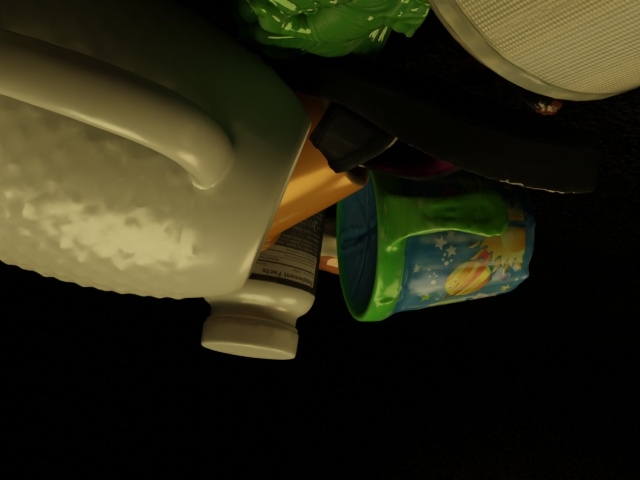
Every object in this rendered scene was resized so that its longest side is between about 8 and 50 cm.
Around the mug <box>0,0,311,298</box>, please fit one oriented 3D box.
[{"bbox_3d":[-0.185,-0.096,0.958,0.328,0.276,0.374,22,174,-2],"label":"mug"}]

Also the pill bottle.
[{"bbox_3d":[-0.081,0.018,1.586,0.162,0.278,0.162,7,168,2],"label":"pill bottle"}]

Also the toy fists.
[{"bbox_3d":[-0.001,-0.201,0.928,0.142,0.096,0.279,15,179,-8],"label":"toy fists"}]

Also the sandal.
[{"bbox_3d":[0.069,-0.095,1.039,0.168,0.107,0.446,4,-164,-27],"label":"sandal"}]

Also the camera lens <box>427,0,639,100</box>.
[{"bbox_3d":[0.186,-0.203,0.584,0.219,0.219,0.274,13,166,-25],"label":"camera lens"}]

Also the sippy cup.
[{"bbox_3d":[0.154,-0.012,1.506,0.224,0.240,0.305,-1,-152,-12],"label":"sippy cup"}]

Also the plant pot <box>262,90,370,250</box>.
[{"bbox_3d":[-0.052,-0.097,1.301,0.188,0.205,0.205,-15,160,21],"label":"plant pot"}]

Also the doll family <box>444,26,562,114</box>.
[{"bbox_3d":[0.167,-0.168,0.998,0.193,0.111,0.076,14,166,-26],"label":"doll family"}]

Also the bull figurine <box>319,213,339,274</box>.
[{"bbox_3d":[0.000,0.000,1.868,0.310,0.101,0.188,6,166,6],"label":"bull figurine"}]
